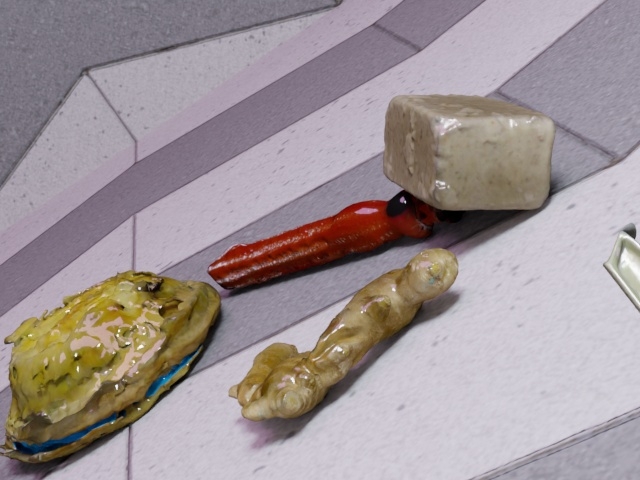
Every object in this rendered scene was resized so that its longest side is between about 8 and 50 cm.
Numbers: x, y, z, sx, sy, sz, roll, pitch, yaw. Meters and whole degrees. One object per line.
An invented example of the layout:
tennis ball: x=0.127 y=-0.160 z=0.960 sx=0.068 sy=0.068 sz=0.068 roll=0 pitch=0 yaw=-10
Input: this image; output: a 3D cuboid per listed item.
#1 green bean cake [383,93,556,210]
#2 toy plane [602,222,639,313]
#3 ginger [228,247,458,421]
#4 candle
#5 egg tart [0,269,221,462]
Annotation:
green bean cake: x=0.127 y=-0.081 z=1.137 sx=0.109 sy=0.085 sz=0.179 roll=-1 pitch=13 yaw=-11
toy plane: x=0.212 y=0.057 z=0.497 sx=0.229 sy=0.092 sz=0.244 roll=13 pitch=47 yaw=23
ginger: x=0.015 y=0.084 z=1.022 sx=0.193 sy=0.052 sz=0.176 roll=-29 pitch=15 yaw=42
candle: x=0.000 y=0.000 z=1.272 sx=0.329 sy=0.051 sz=0.048 roll=-18 pitch=21 yaw=43
egg tart: x=-0.234 y=0.110 z=1.314 sx=0.291 sy=0.107 sz=0.291 roll=-31 pitch=16 yaw=10
